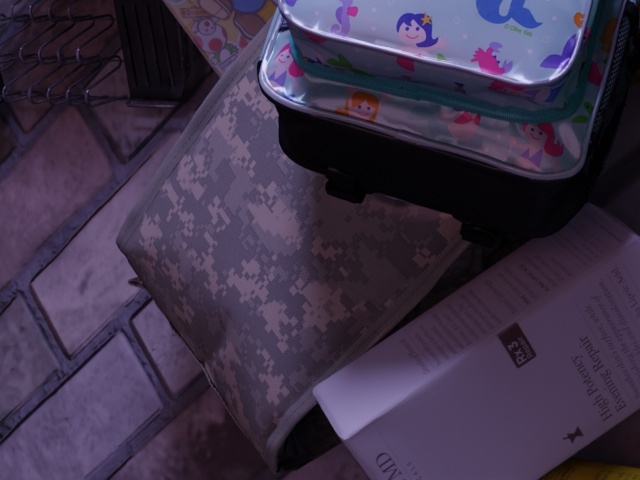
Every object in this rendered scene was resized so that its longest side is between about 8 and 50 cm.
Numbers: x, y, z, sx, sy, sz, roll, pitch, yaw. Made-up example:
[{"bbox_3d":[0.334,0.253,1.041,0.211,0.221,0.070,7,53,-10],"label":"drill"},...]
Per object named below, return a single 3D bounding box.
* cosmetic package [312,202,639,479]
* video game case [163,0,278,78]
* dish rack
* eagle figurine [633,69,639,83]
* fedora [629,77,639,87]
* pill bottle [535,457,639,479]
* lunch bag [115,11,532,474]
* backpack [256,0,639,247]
[{"bbox_3d":[0.125,0.090,0.996,0.231,0.117,0.085,-36,25,-3],"label":"cosmetic package"},{"bbox_3d":[-0.038,-0.243,1.165,0.227,0.026,0.206,-32,100,30],"label":"video game case"},{"bbox_3d":[-0.238,-0.202,1.301,0.271,0.074,0.208,5,116,32],"label":"dish rack"},{"bbox_3d":[0.327,-0.173,0.898,0.298,0.226,0.225,-53,42,26],"label":"eagle figurine"},{"bbox_3d":[0.184,-0.199,1.055,0.194,0.079,0.194,-2,86,34],"label":"fedora"},{"bbox_3d":[0.225,0.211,0.985,0.208,0.119,0.119,5,91,34],"label":"pill bottle"},{"bbox_3d":[0.000,0.000,1.114,0.287,0.169,0.235,-46,67,22],"label":"lunch bag"},{"bbox_3d":[0.093,-0.157,0.929,0.225,0.191,0.253,17,66,14],"label":"backpack"}]
